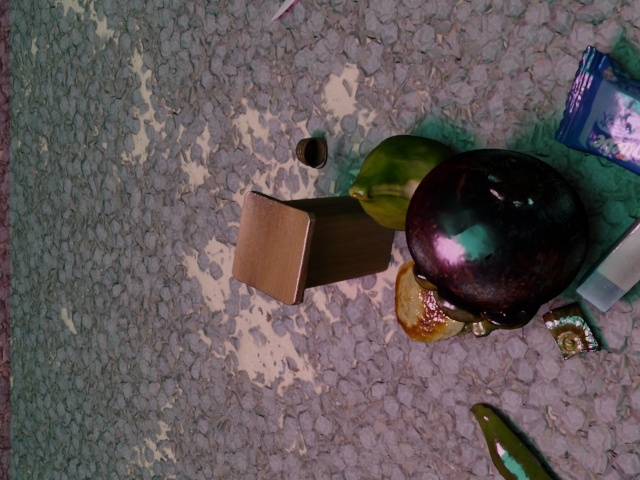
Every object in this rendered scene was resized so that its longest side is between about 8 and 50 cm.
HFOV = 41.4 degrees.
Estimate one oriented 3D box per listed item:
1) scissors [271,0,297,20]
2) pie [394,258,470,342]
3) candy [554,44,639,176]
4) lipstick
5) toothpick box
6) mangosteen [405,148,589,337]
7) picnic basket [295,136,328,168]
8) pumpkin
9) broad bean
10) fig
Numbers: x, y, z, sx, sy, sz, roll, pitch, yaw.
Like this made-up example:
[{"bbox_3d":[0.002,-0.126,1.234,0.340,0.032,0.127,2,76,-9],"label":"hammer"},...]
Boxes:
[{"bbox_3d":[-0.055,-0.557,1.915,0.176,0.022,0.085,-41,70,35],"label":"scissors"},{"bbox_3d":[0.228,0.114,1.711,0.205,0.084,0.179,-10,89,45],"label":"pie"},{"bbox_3d":[0.551,-0.179,1.388,0.331,0.077,0.187,33,125,32],"label":"candy"},{"bbox_3d":[0.542,-0.009,1.385,0.068,0.066,0.317,39,130,9],"label":"lipstick"},{"bbox_3d":[0.000,0.000,1.750,0.187,0.308,0.190,20,108,39],"label":"toothpick box"},{"bbox_3d":[0.302,-0.006,1.488,0.330,0.330,0.330,7,101,41],"label":"mangosteen"},{"bbox_3d":[-0.009,-0.196,1.891,0.083,0.072,0.072,16,107,53],"label":"picnic basket"},{"bbox_3d":[0.461,0.166,1.545,0.073,0.035,0.101,-30,72,29],"label":"pumpkin"},{"bbox_3d":[0.396,0.449,1.620,0.339,0.061,0.077,48,117,26],"label":"broad bean"},{"bbox_3d":[0.139,-0.110,1.632,0.206,0.275,0.206,8,102,43],"label":"fig"}]
